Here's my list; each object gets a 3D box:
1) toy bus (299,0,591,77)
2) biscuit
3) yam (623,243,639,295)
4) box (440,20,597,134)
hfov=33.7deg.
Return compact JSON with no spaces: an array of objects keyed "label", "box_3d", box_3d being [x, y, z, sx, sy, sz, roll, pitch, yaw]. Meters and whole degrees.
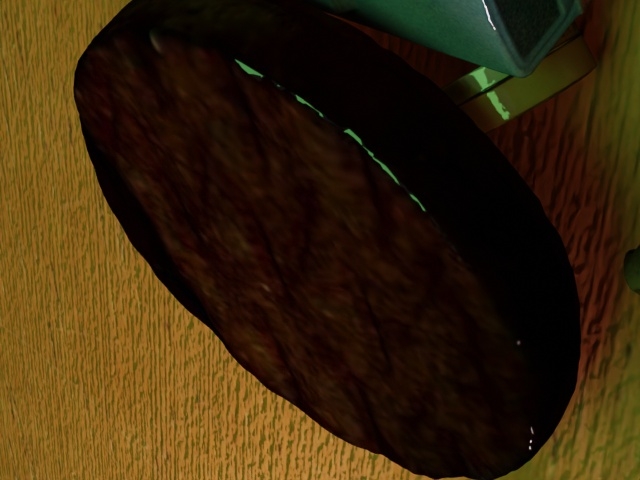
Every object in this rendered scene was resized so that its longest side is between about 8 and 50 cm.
[{"label":"toy bus","box_3d":[0.045,-0.190,0.610,0.234,0.133,0.116,29,165,41]},{"label":"biscuit","box_3d":[0.000,0.000,0.736,0.407,0.091,0.407,34,153,20]},{"label":"yam","box_3d":[0.260,-0.037,0.557,0.046,0.046,0.264,56,140,10]},{"label":"box","box_3d":[0.113,-0.095,0.639,0.105,0.105,0.037,-25,96,50]}]
